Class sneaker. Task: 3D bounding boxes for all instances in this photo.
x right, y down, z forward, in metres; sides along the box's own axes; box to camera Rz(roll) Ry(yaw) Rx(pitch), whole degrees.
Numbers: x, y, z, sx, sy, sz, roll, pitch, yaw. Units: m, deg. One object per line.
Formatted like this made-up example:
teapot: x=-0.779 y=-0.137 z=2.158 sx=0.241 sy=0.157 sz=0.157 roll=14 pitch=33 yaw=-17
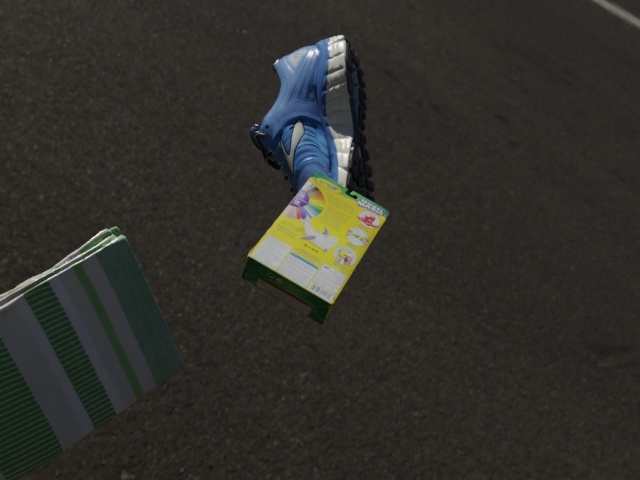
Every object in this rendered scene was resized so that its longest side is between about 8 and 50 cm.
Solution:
sneaker: x=-0.012 y=-0.107 z=1.052 sx=0.130 sy=0.147 sz=0.330 roll=36 pitch=50 yaw=-66

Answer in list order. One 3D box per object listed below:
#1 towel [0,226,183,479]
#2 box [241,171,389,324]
towel: x=-0.354 y=0.159 z=1.013 sx=0.324 sy=0.248 sz=0.038 roll=-34 pitch=32 yaw=-30
box: x=0.000 y=0.000 z=0.866 sx=0.105 sy=0.043 sz=0.179 roll=30 pitch=47 yaw=6
